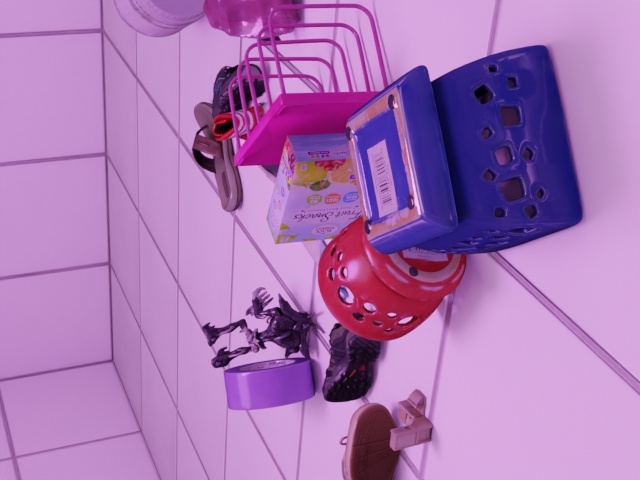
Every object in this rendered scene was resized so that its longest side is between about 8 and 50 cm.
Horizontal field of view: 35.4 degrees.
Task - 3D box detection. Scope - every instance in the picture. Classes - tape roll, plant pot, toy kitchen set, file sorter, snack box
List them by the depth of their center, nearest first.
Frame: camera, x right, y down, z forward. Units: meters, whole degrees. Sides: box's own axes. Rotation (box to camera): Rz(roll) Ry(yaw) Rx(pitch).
[{"bbox_3d":[0.168,-0.101,1.291,0.236,0.212,0.236,156,105,-66],"label":"plant pot"},{"bbox_3d":[0.113,0.034,1.514,0.174,0.191,0.191,-50,52,52],"label":"plant pot"},{"bbox_3d":[0.138,0.294,1.682,0.083,0.075,0.068,39,132,53],"label":"toy kitchen set"},{"bbox_3d":[0.012,-0.089,1.724,0.207,0.174,0.070,107,150,-48],"label":"snack box"},{"bbox_3d":[-0.029,-0.264,1.737,0.290,0.202,0.182,141,121,-65],"label":"file sorter"},{"bbox_3d":[-0.109,0.304,2.139,0.189,0.189,0.080,174,88,-68],"label":"tape roll"}]

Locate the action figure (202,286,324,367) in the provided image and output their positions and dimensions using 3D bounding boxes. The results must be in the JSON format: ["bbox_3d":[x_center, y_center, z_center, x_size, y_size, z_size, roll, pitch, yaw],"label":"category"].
[{"bbox_3d":[-0.112,0.184,2.142,0.164,0.275,0.141,64,-156,-22],"label":"action figure"}]

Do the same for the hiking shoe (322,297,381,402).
[{"bbox_3d":[0.055,0.211,1.874,0.227,0.086,0.114,113,157,-43],"label":"hiking shoe"}]

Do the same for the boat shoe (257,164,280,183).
[{"bbox_3d":[-0.088,-0.158,2.126,0.065,0.075,0.206,-48,28,4],"label":"boat shoe"}]

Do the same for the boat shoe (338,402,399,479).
[{"bbox_3d":[0.080,0.415,1.828,0.089,0.104,0.285,36,131,57],"label":"boat shoe"}]

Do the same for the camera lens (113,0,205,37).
[{"bbox_3d":[-0.375,-0.616,2.426,0.274,0.219,0.219,-174,77,-67],"label":"camera lens"}]

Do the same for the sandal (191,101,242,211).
[{"bbox_3d":[-0.268,-0.212,2.482,0.120,0.086,0.303,123,134,-58],"label":"sandal"}]

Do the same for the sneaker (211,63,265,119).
[{"bbox_3d":[-0.198,-0.349,2.248,0.267,0.101,0.106,148,114,-66],"label":"sneaker"}]

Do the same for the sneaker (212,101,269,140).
[{"bbox_3d":[-0.182,-0.256,2.187,0.221,0.128,0.087,157,104,-73],"label":"sneaker"}]

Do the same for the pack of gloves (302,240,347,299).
[{"bbox_3d":[0.000,0.000,1.958,0.232,0.046,0.195,-120,32,-43],"label":"pack of gloves"}]

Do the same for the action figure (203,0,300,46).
[{"bbox_3d":[-0.128,-0.565,1.899,0.276,0.248,0.370,-83,-7,-48],"label":"action figure"}]
